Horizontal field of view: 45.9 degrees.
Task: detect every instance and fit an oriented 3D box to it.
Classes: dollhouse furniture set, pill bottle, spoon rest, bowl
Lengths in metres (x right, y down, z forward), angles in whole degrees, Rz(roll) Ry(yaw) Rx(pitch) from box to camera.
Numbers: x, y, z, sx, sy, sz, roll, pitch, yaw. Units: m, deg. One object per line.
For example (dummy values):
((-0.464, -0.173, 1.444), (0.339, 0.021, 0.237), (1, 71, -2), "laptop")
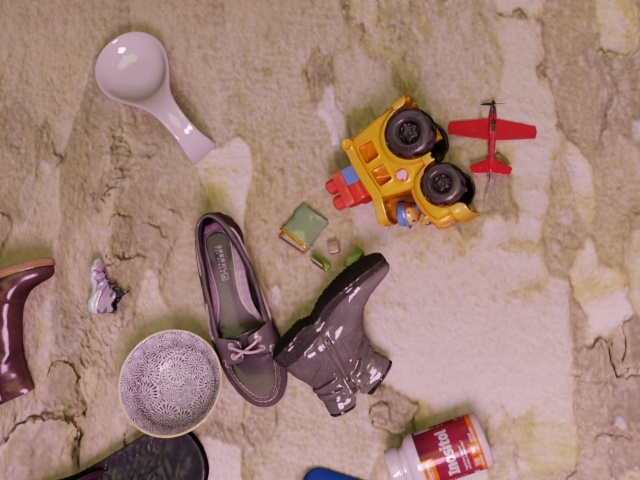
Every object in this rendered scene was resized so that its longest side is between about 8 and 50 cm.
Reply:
((0.000, 0.000, 1.256), (0.152, 0.058, 0.076), (35, 85, 13), "dollhouse furniture set")
((0.179, 0.326, 1.151), (0.152, 0.086, 0.086), (-21, 76, 3), "pill bottle")
((-0.295, -0.261, 1.338), (0.137, 0.084, 0.276), (-41, 77, -2), "spoon rest")
((-0.233, 0.235, 1.224), (0.170, 0.080, 0.170), (-2, 71, 6), "bowl")

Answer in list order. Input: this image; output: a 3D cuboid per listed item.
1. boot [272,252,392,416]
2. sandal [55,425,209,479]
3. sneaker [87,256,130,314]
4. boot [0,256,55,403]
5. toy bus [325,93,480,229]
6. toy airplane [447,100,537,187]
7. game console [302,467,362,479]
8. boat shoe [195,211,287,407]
((0.056, 0.149, 1.194), (0.161, 0.083, 0.246), (42, 96, -13), "boot")
((-0.388, 0.441, 1.193), (0.446, 0.107, 0.167), (-36, 76, -1), "sandal")
((-0.361, 0.079, 1.302), (0.069, 0.038, 0.098), (2, 88, 7), "sneaker")
((-0.532, 0.161, 1.298), (0.248, 0.090, 0.206), (-27, 88, 0), "boot")
((0.125, -0.092, 1.224), (0.211, 0.149, 0.220), (-32, 78, 14), "toy bus")
((0.285, -0.165, 1.267), (0.151, 0.028, 0.151), (-1, 78, 6), "toy airplane")
((0.075, 0.522, 1.124), (0.293, 0.173, 0.250), (15, 99, 11), "game console")
((-0.142, 0.111, 1.233), (0.112, 0.095, 0.335), (-19, 76, 4), "boat shoe")
